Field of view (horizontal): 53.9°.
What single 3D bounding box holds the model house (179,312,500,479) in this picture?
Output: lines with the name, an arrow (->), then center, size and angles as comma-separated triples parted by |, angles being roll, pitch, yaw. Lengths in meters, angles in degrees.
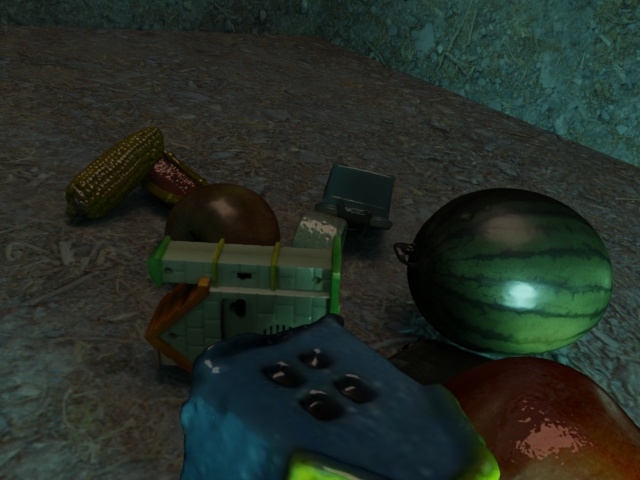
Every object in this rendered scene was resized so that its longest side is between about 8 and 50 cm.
model house -> 0.021, 0.240, 0.585 | 0.215, 0.237, 0.303 | -11, 28, -38

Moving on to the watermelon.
watermelon -> 0.301, 0.053, 1.052 | 0.359, 0.279, 0.279 | 6, 28, -16

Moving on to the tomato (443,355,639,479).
tomato -> 0.276, 0.243, 0.650 | 0.338, 0.143, 0.338 | 49, 8, -9

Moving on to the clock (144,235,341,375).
clock -> -0.102, 0.104, 0.861 | 0.255, 0.220, 0.106 | 4, 29, 1

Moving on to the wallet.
wallet -> 0.137, 0.216, 0.881 | 0.168, 0.044, 0.317 | 14, 18, 33

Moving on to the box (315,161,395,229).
box -> 0.077, -0.089, 1.345 | 0.162, 0.130, 0.227 | 13, 4, 1

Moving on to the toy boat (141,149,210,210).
toy boat -> -0.299, -0.121, 1.325 | 0.140, 0.099, 0.318 | -17, 42, -38

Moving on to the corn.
corn -> -0.403, -0.133, 1.241 | 0.097, 0.097, 0.262 | 23, 54, 19

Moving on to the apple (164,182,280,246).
apple -> -0.161, -0.003, 1.060 | 0.188, 0.188, 0.173 | 29, 26, 28

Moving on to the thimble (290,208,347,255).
thimble -> 0.000, 0.000, 1.216 | 0.090, 0.102, 0.115 | 17, 57, 8
